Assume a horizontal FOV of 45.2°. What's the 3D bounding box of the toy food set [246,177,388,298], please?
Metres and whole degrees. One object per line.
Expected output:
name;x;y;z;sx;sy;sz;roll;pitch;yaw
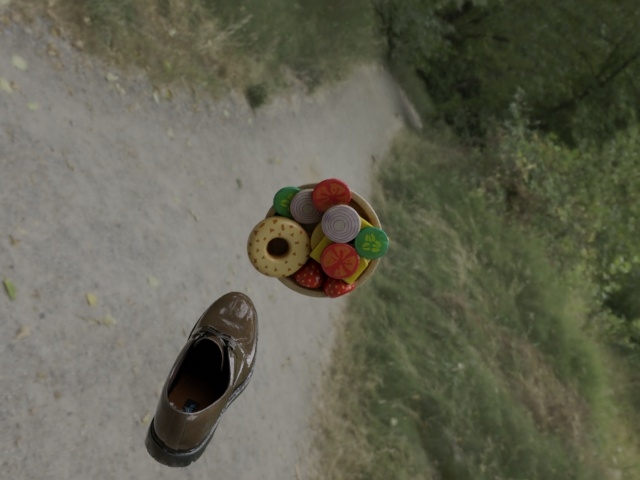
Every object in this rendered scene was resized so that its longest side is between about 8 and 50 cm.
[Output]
toy food set;0.000;0.000;0.501;0.083;0.083;0.020;35;18;-9

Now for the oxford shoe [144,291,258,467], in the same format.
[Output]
oxford shoe;-0.108;0.123;0.815;0.227;0.082;0.096;-73;-176;-52
